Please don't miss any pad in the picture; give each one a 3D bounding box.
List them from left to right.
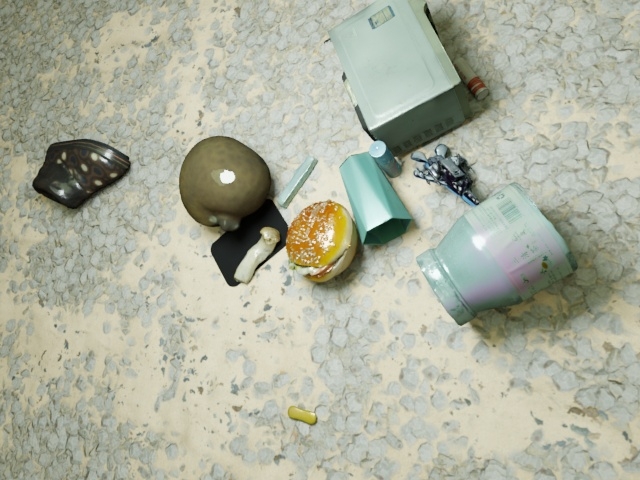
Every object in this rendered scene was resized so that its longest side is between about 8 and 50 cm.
[{"bbox_3d":[-0.219,0.006,1.637,0.267,0.004,0.181,-38,64,11],"label":"pad"}]

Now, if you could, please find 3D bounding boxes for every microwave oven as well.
[{"bbox_3d":[0.217,-0.451,1.439,0.286,0.218,0.355,-27,67,17],"label":"microwave oven"}]

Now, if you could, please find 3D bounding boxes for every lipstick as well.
[{"bbox_3d":[0.178,-0.217,1.426,0.048,0.158,0.048,-7,73,23],"label":"lipstick"},{"bbox_3d":[0.412,-0.445,1.448,0.038,0.038,0.131,-34,64,13],"label":"lipstick"}]

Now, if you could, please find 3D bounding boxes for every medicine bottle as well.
[{"bbox_3d":[0.393,0.042,1.216,0.290,0.245,0.245,-36,65,15],"label":"medicine bottle"}]

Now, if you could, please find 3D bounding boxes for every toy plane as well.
[{"bbox_3d":[0.342,-0.160,1.348,0.169,0.078,0.246,-18,44,-21],"label":"toy plane"}]

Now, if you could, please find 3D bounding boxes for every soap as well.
[{"bbox_3d":[-0.050,0.474,1.428,0.089,0.012,0.034,9,81,27],"label":"soap"}]

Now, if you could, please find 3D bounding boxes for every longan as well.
[{"bbox_3d":[-0.288,-0.168,1.583,0.300,0.243,0.300,-3,86,41],"label":"longan"}]

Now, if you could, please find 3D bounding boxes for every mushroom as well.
[{"bbox_3d":[-0.196,0.048,1.586,0.059,0.054,0.202,43,100,26],"label":"mushroom"}]

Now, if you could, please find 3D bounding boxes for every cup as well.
[{"bbox_3d":[0.135,-0.119,1.438,0.134,0.148,0.236,-44,58,38],"label":"cup"}]

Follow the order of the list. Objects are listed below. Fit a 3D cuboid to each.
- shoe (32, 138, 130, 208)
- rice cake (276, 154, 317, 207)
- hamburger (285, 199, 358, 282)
[{"bbox_3d":[-0.875,-0.232,1.906,0.384,0.171,0.237,5,72,27],"label":"shoe"},{"bbox_3d":[-0.074,-0.183,1.605,0.042,0.030,0.180,36,92,30],"label":"rice cake"},{"bbox_3d":[0.003,-0.001,1.443,0.237,0.147,0.237,-12,71,39],"label":"hamburger"}]
